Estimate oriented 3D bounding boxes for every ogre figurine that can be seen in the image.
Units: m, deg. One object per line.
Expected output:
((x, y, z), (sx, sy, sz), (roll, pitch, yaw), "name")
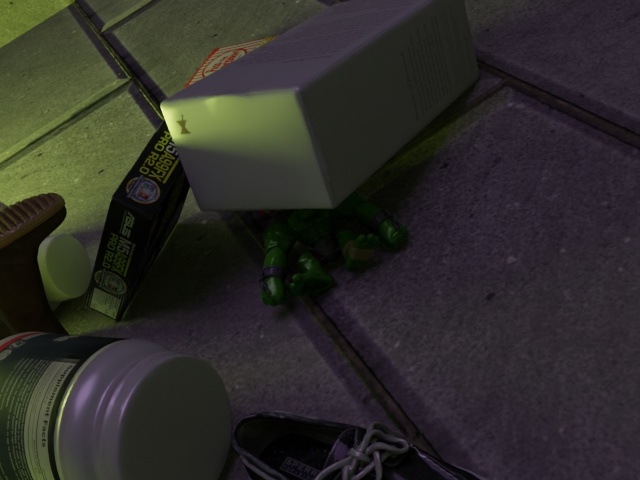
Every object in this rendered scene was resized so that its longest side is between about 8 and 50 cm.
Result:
((0.000, 0.000, 1.082), (0.197, 0.097, 0.118), (-40, 52, 13), "ogre figurine")

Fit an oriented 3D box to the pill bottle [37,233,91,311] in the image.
((-0.491, 0.064, 1.307), (0.246, 0.136, 0.136), (-13, 38, 22), "pill bottle")

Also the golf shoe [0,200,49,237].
((-0.633, 0.023, 1.460), (0.306, 0.140, 0.115), (-24, 37, 12), "golf shoe")

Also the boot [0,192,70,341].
((-0.421, 0.070, 1.189), (0.248, 0.207, 0.090), (-38, 34, -7), "boot")

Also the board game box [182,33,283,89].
((-0.159, -0.336, 1.640), (0.193, 0.045, 0.147), (-4, 43, 32), "board game box")

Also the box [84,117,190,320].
((-0.245, -0.040, 1.184), (0.270, 0.060, 0.216), (-59, 6, 48), "box")

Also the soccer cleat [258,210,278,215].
((-0.022, -0.074, 1.207), (0.196, 0.068, 0.076), (4, 44, 42), "soccer cleat")

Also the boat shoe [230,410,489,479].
((0.041, 0.219, 0.766), (0.306, 0.105, 0.113), (11, 52, 43), "boat shoe")

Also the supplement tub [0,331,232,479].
((-0.254, 0.202, 0.923), (0.272, 0.191, 0.191), (-1, 44, 34), "supplement tub")

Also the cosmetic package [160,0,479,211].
((0.023, -0.212, 1.163), (0.230, 0.161, 0.453), (1, 29, 37), "cosmetic package")
